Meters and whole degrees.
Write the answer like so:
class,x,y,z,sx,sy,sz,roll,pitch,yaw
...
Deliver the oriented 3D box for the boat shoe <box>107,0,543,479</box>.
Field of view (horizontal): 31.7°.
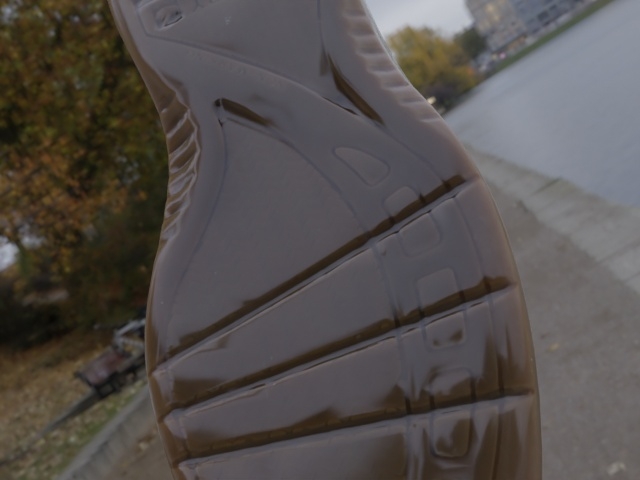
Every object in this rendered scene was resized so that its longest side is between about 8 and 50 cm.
class,x,y,z,sx,sy,sz,roll,pitch,yaw
boat shoe,0.000,0.000,0.427,0.123,0.342,0.123,-22,-30,5
